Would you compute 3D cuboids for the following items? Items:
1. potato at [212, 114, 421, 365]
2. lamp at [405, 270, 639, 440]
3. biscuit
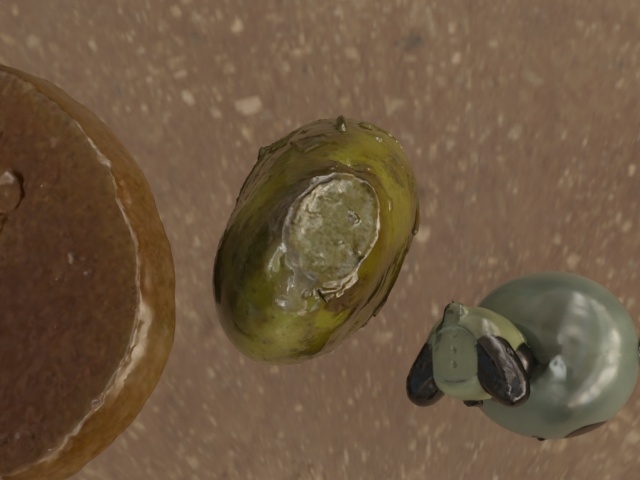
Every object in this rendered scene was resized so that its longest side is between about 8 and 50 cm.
[{"bbox_3d":[0.000,0.000,0.949,0.113,0.251,0.149,30,103,-7],"label":"potato"},{"bbox_3d":[0.218,0.122,1.634,0.244,0.198,0.198,-3,65,-44],"label":"lamp"},{"bbox_3d":[-0.204,0.029,0.845,0.257,0.049,0.273,-46,60,6],"label":"biscuit"}]
